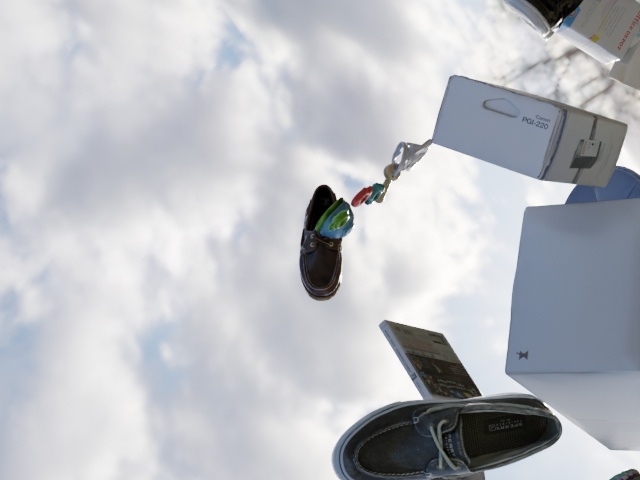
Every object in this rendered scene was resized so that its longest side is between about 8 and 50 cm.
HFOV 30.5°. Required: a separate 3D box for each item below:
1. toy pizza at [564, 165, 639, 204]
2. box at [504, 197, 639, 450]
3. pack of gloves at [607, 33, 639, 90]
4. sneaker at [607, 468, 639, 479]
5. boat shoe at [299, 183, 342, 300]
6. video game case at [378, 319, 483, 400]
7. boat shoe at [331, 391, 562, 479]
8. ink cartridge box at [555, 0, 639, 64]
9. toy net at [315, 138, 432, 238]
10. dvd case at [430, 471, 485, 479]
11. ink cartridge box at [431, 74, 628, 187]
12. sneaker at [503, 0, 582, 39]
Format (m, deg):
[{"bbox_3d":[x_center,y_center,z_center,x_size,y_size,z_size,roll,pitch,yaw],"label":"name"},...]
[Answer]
[{"bbox_3d":[0.427,-0.010,1.726,0.032,0.201,0.201,6,-130,-33],"label":"toy pizza"},{"bbox_3d":[0.385,0.117,1.459,0.345,0.168,0.215,36,-122,-48],"label":"box"},{"bbox_3d":[0.685,-0.386,2.271,0.195,0.232,0.046,22,-172,-8],"label":"pack of gloves"},{"bbox_3d":[0.484,0.457,1.960,0.223,0.083,0.098,-14,-115,-45],"label":"sneaker"},{"bbox_3d":[0.000,0.000,1.937,0.073,0.073,0.207,89,180,-52],"label":"boat shoe"},{"bbox_3d":[0.199,0.221,2.055,0.190,0.022,0.173,18,-146,-50],"label":"video game case"},{"bbox_3d":[0.182,0.277,1.673,0.119,0.335,0.121,160,97,-79],"label":"boat shoe"},{"bbox_3d":[0.441,-0.346,1.853,0.143,0.092,0.090,32,-179,-4],"label":"ink cartridge box"},{"bbox_3d":[0.084,-0.094,1.856,0.045,0.232,0.122,42,170,15],"label":"toy net"},{"bbox_3d":[0.212,0.408,1.987,0.164,0.018,0.221,12,-125,-26],"label":"dvd case"},{"bbox_3d":[0.258,-0.131,1.432,0.158,0.092,0.218,23,-169,31],"label":"ink cartridge box"},{"bbox_3d":[0.332,-0.358,1.672,0.079,0.121,0.217,43,-166,6],"label":"sneaker"}]
